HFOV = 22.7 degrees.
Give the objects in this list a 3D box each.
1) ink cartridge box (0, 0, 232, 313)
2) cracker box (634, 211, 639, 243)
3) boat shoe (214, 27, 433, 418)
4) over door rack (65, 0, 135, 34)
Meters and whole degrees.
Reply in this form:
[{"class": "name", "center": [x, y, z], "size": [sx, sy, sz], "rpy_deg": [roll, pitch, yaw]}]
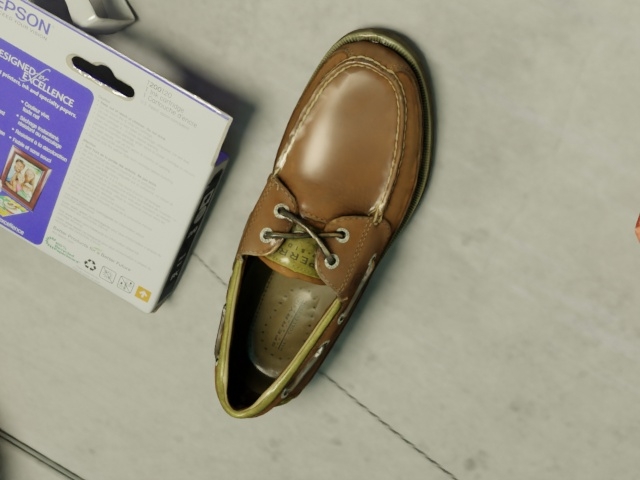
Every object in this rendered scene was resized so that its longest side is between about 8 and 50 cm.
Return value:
[{"class": "ink cartridge box", "center": [-0.176, -0.072, 1.204], "size": [0.206, 0.045, 0.208], "rpy_deg": [31, 129, 4]}, {"class": "cracker box", "center": [0.349, 0.013, 1.065], "size": [0.232, 0.067, 0.156], "rpy_deg": [-18, 107, 26]}, {"class": "boat shoe", "center": [0.000, 0.000, 1.155], "size": [0.110, 0.104, 0.307], "rpy_deg": [21, 118, 9]}, {"class": "over door rack", "center": [-0.152, -0.318, 1.063], "size": [0.239, 0.108, 0.324], "rpy_deg": [-25, 104, 27]}]
